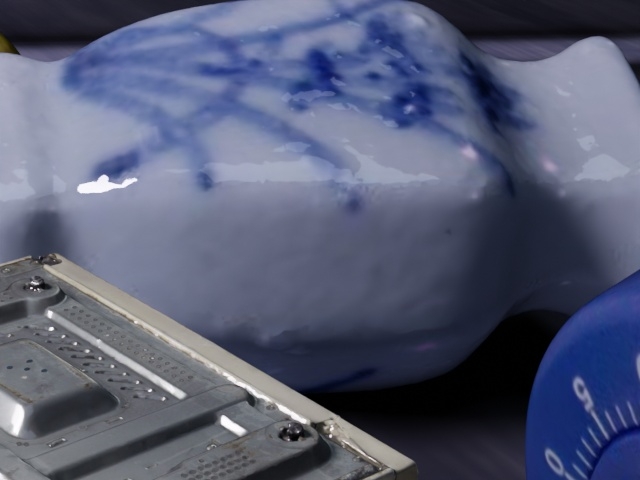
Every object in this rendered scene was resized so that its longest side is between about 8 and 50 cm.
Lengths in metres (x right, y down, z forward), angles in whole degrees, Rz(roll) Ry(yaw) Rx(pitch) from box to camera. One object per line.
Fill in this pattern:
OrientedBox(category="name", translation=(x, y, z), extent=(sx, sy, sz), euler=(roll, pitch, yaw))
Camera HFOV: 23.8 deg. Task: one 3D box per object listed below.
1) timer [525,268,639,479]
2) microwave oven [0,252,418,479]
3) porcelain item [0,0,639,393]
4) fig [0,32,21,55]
OrientedBox(category="timer", translation=(0.096, 0.148, 0.535), extent=(0.383, 0.270, 0.270), euler=(-19, 32, -26))
OrientedBox(category="microwave oven", translation=(-0.112, 0.118, 0.638), extent=(0.240, 0.145, 0.194), euler=(26, 26, 37))
OrientedBox(category="porcelain item", translation=(-0.005, -0.031, 0.907), extent=(0.405, 0.178, 0.242), euler=(-2, 47, -14))
OrientedBox(category="fig", translation=(-0.291, -0.079, 1.099), extent=(0.142, 0.186, 0.148), euler=(40, -11, -29))
